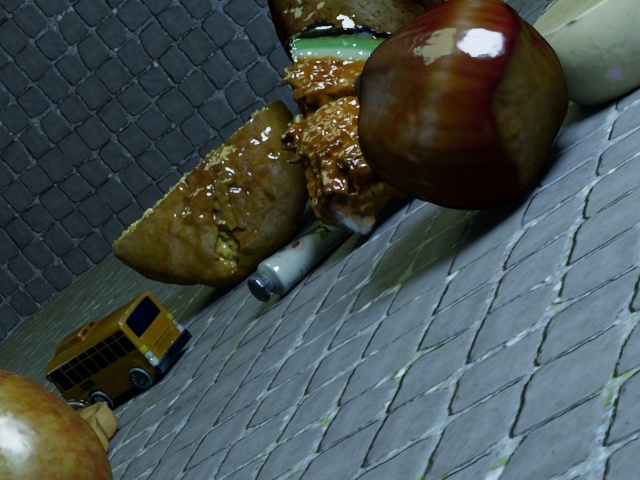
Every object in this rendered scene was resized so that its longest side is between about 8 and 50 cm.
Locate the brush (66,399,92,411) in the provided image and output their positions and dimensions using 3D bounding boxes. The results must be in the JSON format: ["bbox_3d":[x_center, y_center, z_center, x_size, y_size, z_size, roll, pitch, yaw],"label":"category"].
[{"bbox_3d":[-0.431,0.314,2.106,0.313,0.072,0.067,-31,36,31],"label":"brush"}]

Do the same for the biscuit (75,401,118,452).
[{"bbox_3d":[-0.393,0.326,1.883,0.312,0.057,0.351,-40,9,8],"label":"biscuit"}]

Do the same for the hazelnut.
[{"bbox_3d":[0.139,-0.140,1.473,0.229,0.229,0.229,-39,10,8],"label":"hazelnut"}]

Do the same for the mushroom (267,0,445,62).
[{"bbox_3d":[0.072,-0.301,2.120,0.239,0.345,0.345,-55,8,5],"label":"mushroom"}]

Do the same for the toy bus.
[{"bbox_3d":[-0.290,0.162,2.054,0.201,0.114,0.098,-31,15,38],"label":"toy bus"}]

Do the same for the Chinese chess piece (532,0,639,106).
[{"bbox_3d":[0.336,-0.246,1.551,0.251,0.097,0.251,-38,10,8],"label":"Chinese chess piece"}]

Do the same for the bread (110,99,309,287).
[{"bbox_3d":[-0.138,-0.044,2.229,0.340,0.179,0.194,-43,8,-1],"label":"bread"}]

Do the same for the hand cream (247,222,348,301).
[{"bbox_3d":[0.000,0.000,1.906,0.234,0.050,0.080,-38,4,-29],"label":"hand cream"}]

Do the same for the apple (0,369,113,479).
[{"bbox_3d":[-0.320,0.247,1.249,0.309,0.278,0.250,-68,4,-48],"label":"apple"}]

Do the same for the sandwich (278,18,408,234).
[{"bbox_3d":[0.061,-0.125,1.872,0.162,0.251,0.301,82,-162,-50],"label":"sandwich"}]
